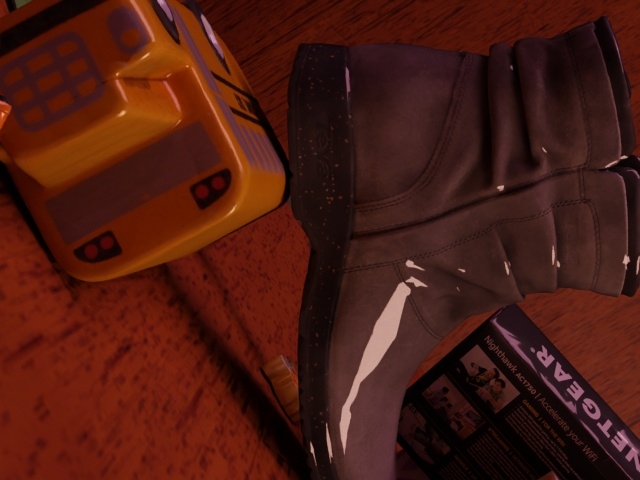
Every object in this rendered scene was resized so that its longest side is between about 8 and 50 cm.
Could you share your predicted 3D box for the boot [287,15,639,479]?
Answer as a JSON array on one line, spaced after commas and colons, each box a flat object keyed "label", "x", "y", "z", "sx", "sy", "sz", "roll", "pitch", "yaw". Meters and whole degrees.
[{"label": "boot", "x": 0.096, "y": 0.032, "z": 0.909, "sx": 0.118, "sy": 0.222, "sz": 0.338, "roll": -85, "pitch": 174, "yaw": -65}]

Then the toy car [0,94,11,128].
[{"label": "toy car", "x": -0.170, "y": -0.053, "z": 0.526, "sx": 0.122, "sy": 0.060, "sz": 0.041, "roll": 28, "pitch": 71, "yaw": -48}]

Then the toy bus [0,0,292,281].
[{"label": "toy bus", "x": -0.096, "y": -0.057, "z": 0.765, "sx": 0.130, "sy": 0.108, "sz": 0.332, "roll": 63, "pitch": 4, "yaw": 0}]

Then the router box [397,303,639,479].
[{"label": "router box", "x": 0.145, "y": 0.151, "z": 1.011, "sx": 0.179, "sy": 0.133, "sz": 0.046, "roll": 48, "pitch": 36, "yaw": 6}]

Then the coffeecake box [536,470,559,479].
[{"label": "coffeecake box", "x": 0.146, "y": 0.274, "z": 0.959, "sx": 0.185, "sy": 0.142, "sz": 0.068, "roll": 57, "pitch": 6, "yaw": -12}]

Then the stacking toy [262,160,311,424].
[{"label": "stacking toy", "x": 0.000, "y": 0.000, "z": 1.057, "sx": 0.221, "sy": 0.167, "sz": 0.052, "roll": 60, "pitch": 5, "yaw": 15}]

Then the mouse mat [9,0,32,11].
[{"label": "mouse mat", "x": -0.174, "y": -0.120, "z": 0.994, "sx": 0.153, "sy": 0.007, "sz": 0.190, "roll": 54, "pitch": 7, "yaw": -43}]

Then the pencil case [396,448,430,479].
[{"label": "pencil case", "x": 0.108, "y": 0.246, "z": 1.072, "sx": 0.206, "sy": 0.086, "sz": 0.088, "roll": 60, "pitch": 24, "yaw": 13}]
